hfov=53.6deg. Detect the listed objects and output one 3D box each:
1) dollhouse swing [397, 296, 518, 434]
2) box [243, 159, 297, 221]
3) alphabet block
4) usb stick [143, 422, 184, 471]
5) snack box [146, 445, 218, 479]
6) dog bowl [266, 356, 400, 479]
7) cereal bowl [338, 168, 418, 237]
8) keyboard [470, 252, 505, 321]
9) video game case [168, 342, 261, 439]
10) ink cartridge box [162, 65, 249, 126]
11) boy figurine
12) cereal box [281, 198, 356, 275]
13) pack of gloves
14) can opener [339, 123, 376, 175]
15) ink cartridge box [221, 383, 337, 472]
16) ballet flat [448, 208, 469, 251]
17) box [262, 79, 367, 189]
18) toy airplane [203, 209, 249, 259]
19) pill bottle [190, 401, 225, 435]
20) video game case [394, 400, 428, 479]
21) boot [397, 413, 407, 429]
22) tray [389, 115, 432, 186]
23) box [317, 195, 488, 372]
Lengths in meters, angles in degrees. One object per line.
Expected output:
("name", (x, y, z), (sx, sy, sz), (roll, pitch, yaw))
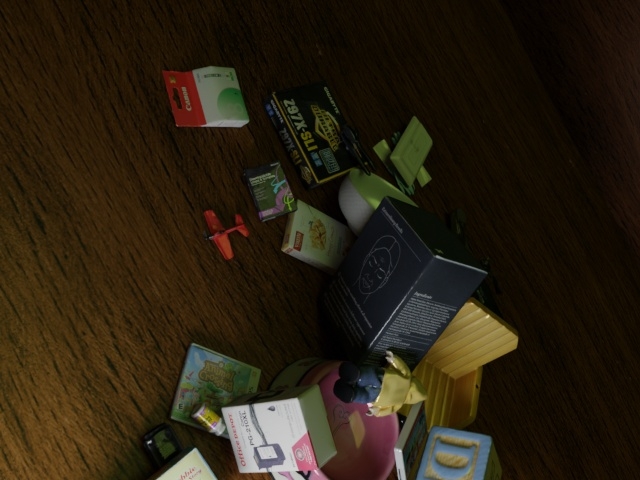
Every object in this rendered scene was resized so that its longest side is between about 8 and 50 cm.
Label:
("dollhouse swing", (0.403, 0.393, 1.940), (0.346, 0.305, 0.315), (36, 52, -23))
("box", (-0.148, -0.148, 1.875), (0.116, 0.029, 0.162), (-20, 82, -19))
("alphabet block", (0.409, 0.686, 1.850), (0.193, 0.192, 0.197), (-61, 140, -36))
("usb stick", (-0.315, 0.554, 1.453), (0.077, 0.045, 0.278), (-29, 91, -35))
("snack box", (-0.351, 0.618, 1.350), (0.322, 0.060, 0.187), (-34, 95, -32))
("dog bowl", (0.044, 0.504, 1.700), (0.407, 0.150, 0.408), (17, 62, -34))
("cereal bowl", (0.190, -0.073, 2.033), (0.338, 0.141, 0.339), (29, 25, -15))
("keyboard", (0.603, 0.187, 2.349), (0.201, 0.033, 0.317), (-38, 106, -36))
("video game case", (-0.259, 0.382, 1.587), (0.212, 0.023, 0.193), (28, 56, -27))
("ink cartridge box", (-0.332, -0.423, 1.855), (0.224, 0.056, 0.181), (-7, 76, -43))
("boy figurine", (0.176, 0.381, 1.687), (0.285, 0.092, 0.177), (13, 91, -37))
("cereal box", (0.000, 0.000, 1.947), (0.240, 0.047, 0.173), (27, 55, -28))
("pack of gloves", (0.316, -0.290, 2.336), (0.232, 0.046, 0.195), (56, 47, -6))
("can opener", (0.119, -0.292, 2.062), (0.186, 0.059, 0.073), (61, 30, 0))
("ink cartridge box", (-0.101, 0.450, 1.506), (0.100, 0.237, 0.172), (-16, 90, -58))
("ballet flat", (0.509, 0.001, 2.370), (0.084, 0.058, 0.250), (16, 67, -39))
("box", (-0.014, -0.349, 2.068), (0.257, 0.079, 0.322), (-26, 89, -41))
("toy airplane", (-0.259, -0.024, 1.758), (0.151, 0.028, 0.151), (17, 61, -33))
("pill bottle", (-0.267, 0.429, 1.514), (0.083, 0.043, 0.043), (46, 49, -15))
("video game case", (0.266, 0.618, 1.802), (0.204, 0.025, 0.285), (-50, 138, -49))
("boot", (0.257, 0.597, 1.909), (0.121, 0.045, 0.099), (44, 54, -16))
("tray", (0.347, -0.335, 2.339), (0.145, 0.030, 0.270), (51, 49, -23))
("box", (0.214, 0.131, 1.772), (0.211, 0.396, 0.293), (16, 27, -33))
